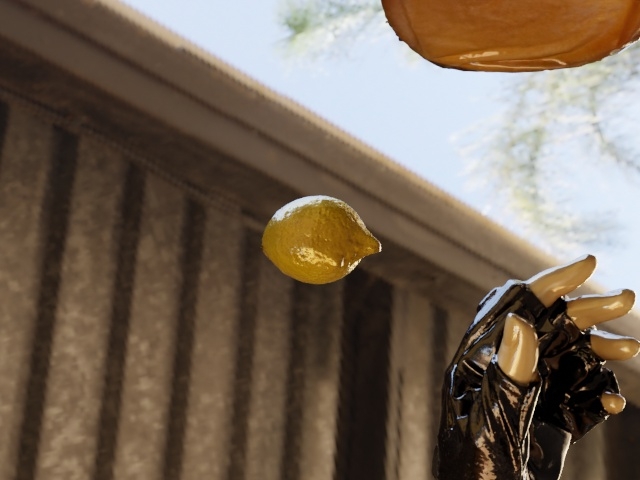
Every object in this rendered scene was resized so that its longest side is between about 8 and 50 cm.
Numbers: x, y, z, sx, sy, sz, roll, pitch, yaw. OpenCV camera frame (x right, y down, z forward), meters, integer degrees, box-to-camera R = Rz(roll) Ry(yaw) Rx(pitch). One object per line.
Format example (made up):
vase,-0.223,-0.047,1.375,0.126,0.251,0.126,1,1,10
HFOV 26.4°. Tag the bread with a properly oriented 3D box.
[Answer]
bread,0.138,-0.200,0.940,0.199,0.199,0.104,32,-129,-41

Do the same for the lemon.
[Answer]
lemon,0.000,0.000,0.991,0.065,0.092,0.065,1,-90,-67

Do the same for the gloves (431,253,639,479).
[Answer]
gloves,0.156,0.104,0.994,0.164,0.124,0.203,15,-85,-59
